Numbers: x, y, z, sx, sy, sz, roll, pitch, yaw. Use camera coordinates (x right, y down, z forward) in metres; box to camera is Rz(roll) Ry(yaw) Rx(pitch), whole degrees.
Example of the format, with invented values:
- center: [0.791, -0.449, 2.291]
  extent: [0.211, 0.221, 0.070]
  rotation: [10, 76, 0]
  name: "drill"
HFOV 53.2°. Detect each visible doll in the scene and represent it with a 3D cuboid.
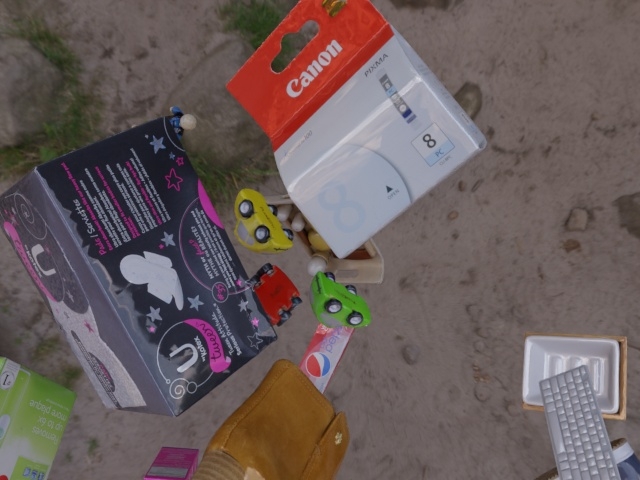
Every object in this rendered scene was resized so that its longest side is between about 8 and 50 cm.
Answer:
- center: [-0.363, -0.254, 1.493]
  extent: [0.189, 0.046, 0.129]
  rotation: [-10, 68, 30]
  name: "doll"

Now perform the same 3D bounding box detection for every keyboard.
- center: [0.328, 0.272, 0.795]
  extent: [0.072, 0.014, 0.256]
  rotation: [-26, 36, 26]
  name: "keyboard"

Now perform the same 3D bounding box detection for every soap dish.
- center: [0.737, 0.388, 1.851]
  extent: [0.291, 0.118, 0.228]
  rotation: [-4, 74, 39]
  name: "soap dish"

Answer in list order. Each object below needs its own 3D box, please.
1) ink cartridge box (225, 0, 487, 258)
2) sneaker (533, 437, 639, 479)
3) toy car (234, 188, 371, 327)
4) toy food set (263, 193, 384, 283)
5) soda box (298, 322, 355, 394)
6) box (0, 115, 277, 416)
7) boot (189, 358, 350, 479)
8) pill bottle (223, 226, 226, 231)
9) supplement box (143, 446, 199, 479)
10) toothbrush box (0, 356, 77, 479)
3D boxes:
- center: [0.033, -0.208, 1.065]
  extent: [0.308, 0.091, 0.385]
  rotation: [-40, 90, 29]
  name: "ink cartridge box"
- center: [0.532, 0.520, 1.276]
  extent: [0.282, 0.099, 0.153]
  rotation: [-45, 68, 36]
  name: "sneaker"
- center: [-0.026, 0.060, 0.820]
  extent: [0.225, 0.239, 0.053]
  rotation: [34, 116, -31]
  name: "toy car"
- center: [0.000, 0.000, 1.575]
  extent: [0.220, 0.306, 0.092]
  rotation: [-2, 48, 37]
  name: "toy food set"
- center: [0.019, 0.278, 1.668]
  extent: [0.092, 0.083, 0.263]
  rotation: [25, 92, 9]
  name: "soda box"
- center: [-0.187, 0.032, 0.634]
  extent: [0.142, 0.163, 0.247]
  rotation: [-33, 102, -40]
  name: "box"
- center: [-0.022, 0.281, 0.612]
  extent: [0.104, 0.211, 0.295]
  rotation: [-2, 120, 35]
  name: "boot"
- center: [-0.338, -0.003, 1.786]
  extent: [0.153, 0.264, 0.153]
  rotation: [0, 84, -2]
  name: "pill bottle"
- center: [-0.399, 0.647, 1.713]
  extent: [0.114, 0.220, 0.111]
  rotation: [5, 93, -1]
  name: "supplement box"
- center: [-0.583, 0.370, 1.127]
  extent: [0.122, 0.206, 0.283]
  rotation: [0, 59, 22]
  name: "toothbrush box"
